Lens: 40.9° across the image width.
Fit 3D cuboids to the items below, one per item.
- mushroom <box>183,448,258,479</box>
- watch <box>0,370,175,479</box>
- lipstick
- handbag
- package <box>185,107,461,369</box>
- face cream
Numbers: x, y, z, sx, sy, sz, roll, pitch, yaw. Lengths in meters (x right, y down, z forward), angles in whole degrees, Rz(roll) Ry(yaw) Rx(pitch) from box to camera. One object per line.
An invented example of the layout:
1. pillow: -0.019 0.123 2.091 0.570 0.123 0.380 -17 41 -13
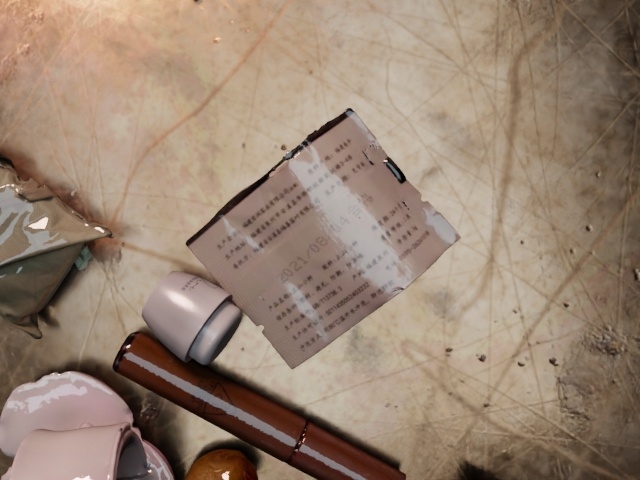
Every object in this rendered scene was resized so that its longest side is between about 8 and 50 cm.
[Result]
1. mushroom: -0.095 0.279 0.980 0.129 0.088 0.073 4 120 -18
2. watch: -0.264 0.272 0.898 0.196 0.231 0.244 -7 96 1
3. lipstick: -0.070 0.208 0.983 0.356 0.057 0.057 29 92 -2
4. handbag: -0.370 -0.035 0.945 0.270 0.117 0.182 39 105 -2
5. package: 0.000 0.000 0.976 0.251 0.062 0.204 -40 90 5
6. face cream: -0.144 0.086 0.962 0.095 0.091 0.091 33 91 7
